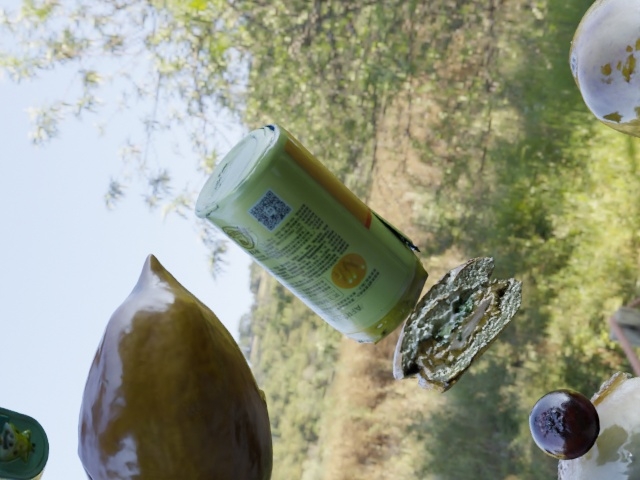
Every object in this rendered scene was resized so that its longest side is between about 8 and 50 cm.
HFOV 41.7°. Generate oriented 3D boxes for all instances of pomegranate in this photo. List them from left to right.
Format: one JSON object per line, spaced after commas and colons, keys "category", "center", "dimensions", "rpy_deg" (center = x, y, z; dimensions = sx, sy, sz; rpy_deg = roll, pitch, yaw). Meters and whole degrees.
{"category": "pomegranate", "center": [0.495, -0.271, 1.214], "dimensions": [0.260, 0.260, 0.260], "rpy_deg": [10, -90, -82]}

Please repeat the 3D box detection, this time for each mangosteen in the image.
{"category": "mangosteen", "center": [0.281, 0.211, 0.967], "dimensions": [0.081, 0.081, 0.081], "rpy_deg": [10, -90, -82]}

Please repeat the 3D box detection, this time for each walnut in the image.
{"category": "walnut", "center": [-0.164, 0.181, 0.914], "dimensions": [0.209, 0.209, 0.336], "rpy_deg": [-3, -97, -81]}

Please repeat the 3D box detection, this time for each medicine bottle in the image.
{"category": "medicine bottle", "center": [0.000, 0.000, 0.829], "dimensions": [0.124, 0.239, 0.124], "rpy_deg": [-39, 26, 23]}

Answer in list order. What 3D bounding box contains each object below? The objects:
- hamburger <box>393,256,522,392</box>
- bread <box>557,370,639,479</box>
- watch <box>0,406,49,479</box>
{"category": "hamburger", "center": [0.220, 0.159, 1.465], "dimensions": [0.283, 0.144, 0.156], "rpy_deg": [-42, -12, -26]}
{"category": "bread", "center": [0.399, 0.312, 1.084], "dimensions": [0.192, 0.171, 0.314], "rpy_deg": [-44, -47, -4]}
{"category": "watch", "center": [-0.351, 0.184, 0.722], "dimensions": [0.237, 0.195, 0.068], "rpy_deg": [32, -134, -49]}
